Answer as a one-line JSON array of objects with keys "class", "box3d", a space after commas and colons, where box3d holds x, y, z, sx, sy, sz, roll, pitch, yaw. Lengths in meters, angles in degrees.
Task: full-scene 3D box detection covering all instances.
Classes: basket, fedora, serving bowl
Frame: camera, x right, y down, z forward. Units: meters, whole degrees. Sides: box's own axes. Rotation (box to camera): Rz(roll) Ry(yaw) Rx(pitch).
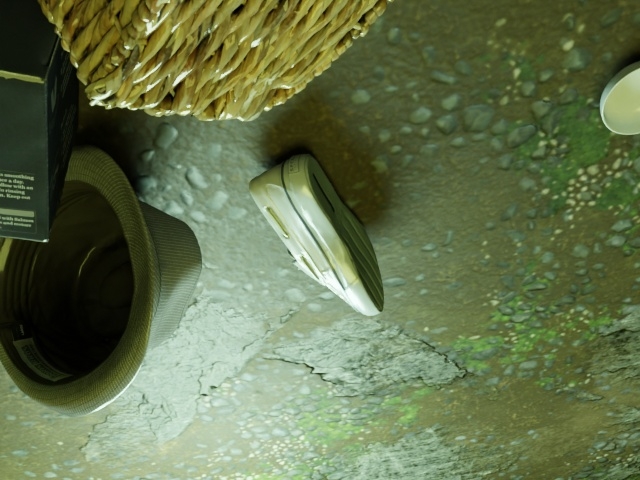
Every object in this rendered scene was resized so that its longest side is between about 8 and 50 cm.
[{"class": "basket", "box3d": [-0.054, -0.257, 0.471, 0.299, 0.223, 0.213, -45, 159, 32]}, {"class": "fedora", "box3d": [-0.211, 0.041, 0.698, 0.275, 0.244, 0.124, -39, 158, 29]}, {"class": "serving bowl", "box3d": [0.314, -0.145, 0.691, 0.083, 0.027, 0.083, -4, 136, -4]}]

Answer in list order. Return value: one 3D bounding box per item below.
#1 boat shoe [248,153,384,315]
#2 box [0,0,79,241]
[{"class": "boat shoe", "box3d": [0.000, 0.000, 0.770, 0.076, 0.083, 0.226, -14, 126, 22]}, {"class": "box", "box3d": [-0.245, -0.111, 0.547, 0.093, 0.156, 0.158, 7, 134, -14]}]
